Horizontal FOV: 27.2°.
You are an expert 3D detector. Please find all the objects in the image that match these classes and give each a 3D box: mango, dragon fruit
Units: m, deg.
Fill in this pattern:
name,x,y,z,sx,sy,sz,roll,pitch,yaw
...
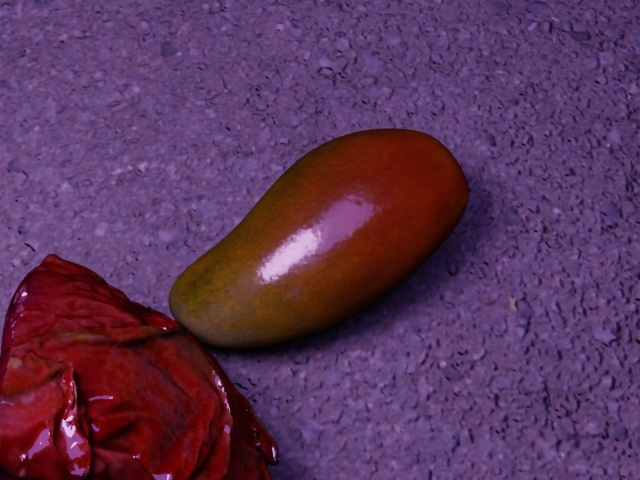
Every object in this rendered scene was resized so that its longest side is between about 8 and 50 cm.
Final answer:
name,x,y,z,sx,sy,sz,roll,pitch,yaw
mango,0.005,0.003,1.182,0.289,0.129,0.146,-41,74,-10
dragon fruit,-0.170,0.170,1.018,0.302,0.330,0.240,29,88,11
